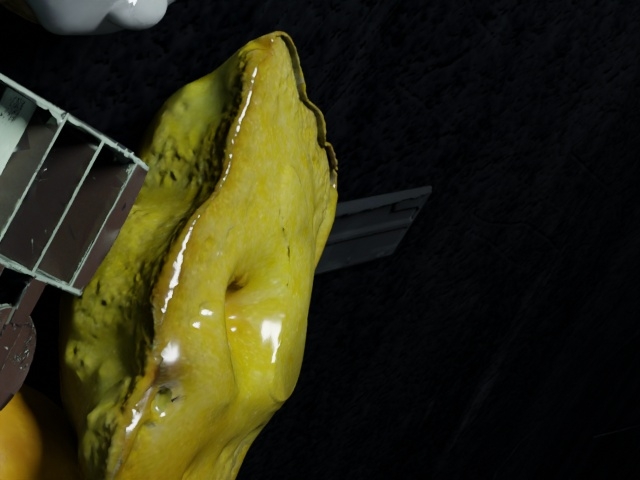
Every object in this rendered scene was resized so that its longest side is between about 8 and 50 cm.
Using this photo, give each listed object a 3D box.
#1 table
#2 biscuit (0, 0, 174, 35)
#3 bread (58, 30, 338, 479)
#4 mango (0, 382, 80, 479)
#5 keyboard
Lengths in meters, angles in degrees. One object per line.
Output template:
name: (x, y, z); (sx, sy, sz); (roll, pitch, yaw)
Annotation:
table: (-0.154, 0.002, 0.497); (0.146, 0.062, 0.175); (-63, 159, -3)
biscuit: (-0.044, -0.144, 0.454); (0.181, 0.049, 0.208); (-55, 174, 12)
bread: (-0.059, 0.028, 0.638); (0.160, 0.088, 0.233); (58, 42, -57)
mango: (-0.183, 0.168, 0.684); (0.177, 0.120, 0.295); (-42, 158, -28)
keyboard: (0.000, 0.000, 0.847); (0.198, 0.010, 0.063); (-13, 140, -50)
